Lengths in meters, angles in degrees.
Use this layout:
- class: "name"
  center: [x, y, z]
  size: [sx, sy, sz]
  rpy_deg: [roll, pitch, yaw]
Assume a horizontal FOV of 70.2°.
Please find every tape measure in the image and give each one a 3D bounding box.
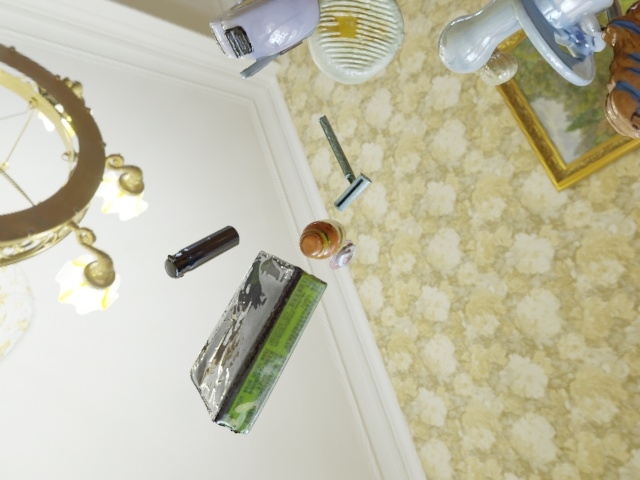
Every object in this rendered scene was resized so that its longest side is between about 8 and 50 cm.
- class: "tape measure"
  center: [-0.090, -0.381, 0.808]
  size: [0.105, 0.196, 0.178]
  rpy_deg: [63, 178, -34]

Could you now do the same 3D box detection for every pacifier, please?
- class: "pacifier"
  center: [0.282, -0.332, 0.669]
  size: [0.244, 0.233, 0.300]
  rpy_deg: [-3, -107, -44]
- class: "pacifier"
  center: [0.050, 0.028, 1.219]
  size: [0.081, 0.099, 0.078]
  rpy_deg: [-19, -133, -36]

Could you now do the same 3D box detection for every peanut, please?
- class: "peanut"
  center: [0.394, -0.418, 1.071]
  size: [0.082, 0.082, 0.187]
  rpy_deg: [21, -151, -32]

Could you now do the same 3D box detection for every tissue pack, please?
- class: "tissue pack"
  center: [-0.164, 0.234, 1.147]
  size: [0.124, 0.288, 0.394]
  rpy_deg: [31, -96, -26]

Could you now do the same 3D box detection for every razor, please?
- class: "razor"
  center: [0.036, -0.159, 0.853]
  size: [0.035, 0.084, 0.211]
  rpy_deg: [14, -134, -37]

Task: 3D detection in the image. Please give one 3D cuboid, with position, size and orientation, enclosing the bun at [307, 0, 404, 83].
- class: "bun"
  center: [0.075, -0.496, 1.073]
  size: [0.243, 0.244, 0.153]
  rpy_deg: [33, -168, -21]

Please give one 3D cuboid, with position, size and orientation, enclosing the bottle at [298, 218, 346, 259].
- class: "bottle"
  center: [0.000, 0.000, 0.755]
  size: [0.069, 0.069, 0.187]
  rpy_deg: [54, -168, 2]

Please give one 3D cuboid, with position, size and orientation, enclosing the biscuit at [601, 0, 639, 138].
- class: "biscuit"
  center: [0.448, -0.238, 0.556]
  size: [0.183, 0.280, 0.043]
  rpy_deg: [39, 175, 13]

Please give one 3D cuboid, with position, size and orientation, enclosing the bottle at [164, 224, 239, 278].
- class: "bottle"
  center: [-0.350, 0.035, 1.353]
  size: [0.072, 0.082, 0.244]
  rpy_deg: [25, -143, 28]
